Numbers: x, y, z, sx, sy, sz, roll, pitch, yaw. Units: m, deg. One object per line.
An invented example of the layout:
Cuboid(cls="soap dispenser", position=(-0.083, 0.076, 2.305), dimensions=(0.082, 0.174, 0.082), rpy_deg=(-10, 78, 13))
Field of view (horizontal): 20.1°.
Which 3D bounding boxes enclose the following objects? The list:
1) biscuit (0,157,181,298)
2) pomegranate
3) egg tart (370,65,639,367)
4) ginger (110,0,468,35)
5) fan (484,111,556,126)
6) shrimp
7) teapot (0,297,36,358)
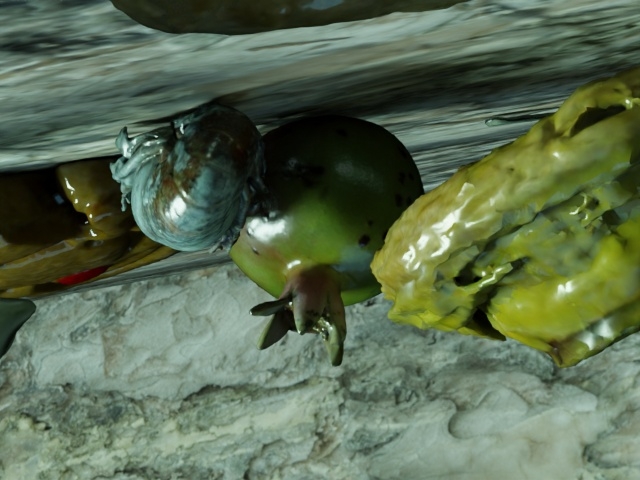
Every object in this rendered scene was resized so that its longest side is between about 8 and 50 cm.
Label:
Cuboid(cls="biscuit", position=(-0.242, 0.007, 1.250), dimensions=(0.350, 0.070, 0.394), rpy_deg=(-12, 176, 44))
Cuboid(cls="pomegranate", position=(-0.003, 0.001, 1.102), dimensions=(0.129, 0.159, 0.129), rpy_deg=(20, 166, 5))
Cuboid(cls="egg tart", position=(0.168, -0.016, 0.998), dimensions=(0.294, 0.123, 0.294), rpy_deg=(-28, 174, -3))
Cuboid(cls="ginger", position=(0.075, -0.088, 0.440), dimensions=(0.259, 0.065, 0.149), rpy_deg=(-4, -174, 30))
Cuboid(cls="fan", position=(0.220, -0.097, 1.302), dimensions=(0.220, 0.009, 0.132), rpy_deg=(-9, 177, -19))
Cuboid(cls="shrimp", position=(-0.080, -0.032, 1.030), dimensions=(0.090, 0.079, 0.233), rpy_deg=(28, 172, -10))
Cuboid(cls="teapot", position=(-0.248, 0.009, 0.468), dimensions=(0.220, 0.149, 0.318), rpy_deg=(-23, 165, 23))
